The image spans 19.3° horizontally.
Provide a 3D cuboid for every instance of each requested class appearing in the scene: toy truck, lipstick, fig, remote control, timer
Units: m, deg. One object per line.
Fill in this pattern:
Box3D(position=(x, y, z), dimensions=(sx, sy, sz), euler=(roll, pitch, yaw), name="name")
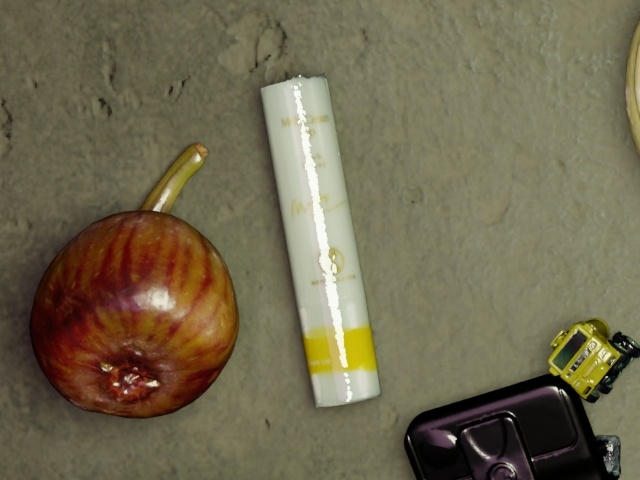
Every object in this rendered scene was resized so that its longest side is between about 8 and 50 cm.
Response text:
Box3D(position=(0.209, 0.089, 1.450), dimensions=(0.054, 0.083, 0.049), euler=(41, 105, 13), name="toy truck")
Box3D(position=(0.000, 0.000, 1.517), dimensions=(0.059, 0.059, 0.264), euler=(-10, 89, 16), name="lipstick")
Box3D(position=(-0.147, 0.039, 1.527), dimensions=(0.175, 0.207, 0.175), euler=(-3, 131, -4), name="fig")
Box3D(position=(0.190, 0.172, 1.496), dimensions=(0.096, 0.014, 0.039), euler=(1, 93, 15), name="remote control")
Box3D(position=(0.158, 0.210, 1.474), dimensions=(0.144, 0.055, 0.187), euler=(-19, 96, 16), name="timer")

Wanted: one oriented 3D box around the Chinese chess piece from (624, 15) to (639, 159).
Box3D(position=(0.360, -0.114, 1.386), dimensions=(0.270, 0.112, 0.270), euler=(1, 92, 14), name="Chinese chess piece")
